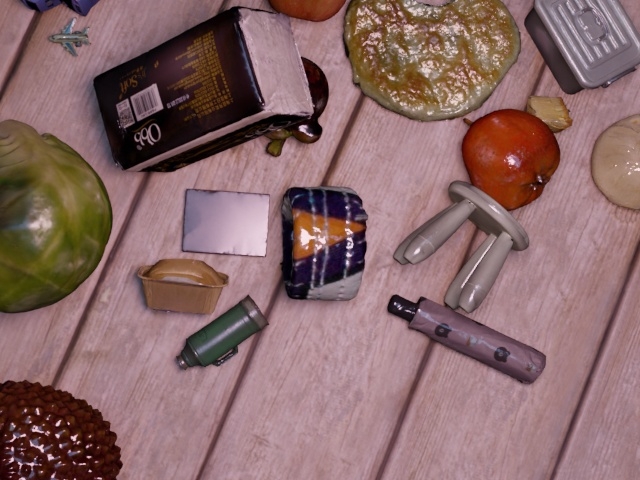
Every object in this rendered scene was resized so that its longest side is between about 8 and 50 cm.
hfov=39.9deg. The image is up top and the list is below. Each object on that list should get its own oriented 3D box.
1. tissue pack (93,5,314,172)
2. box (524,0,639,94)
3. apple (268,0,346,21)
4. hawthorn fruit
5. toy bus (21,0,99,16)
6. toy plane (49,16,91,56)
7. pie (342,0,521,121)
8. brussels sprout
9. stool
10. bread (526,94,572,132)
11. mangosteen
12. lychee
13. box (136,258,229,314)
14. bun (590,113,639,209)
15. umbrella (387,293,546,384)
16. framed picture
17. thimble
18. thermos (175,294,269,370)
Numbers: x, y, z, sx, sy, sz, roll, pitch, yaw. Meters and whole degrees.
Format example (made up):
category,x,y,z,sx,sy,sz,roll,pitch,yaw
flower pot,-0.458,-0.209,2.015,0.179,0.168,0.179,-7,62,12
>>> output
category,x,y,z,sx,sy,sz,roll,pitch,yaw
tissue pack,-0.224,-0.264,1.623,0.370,0.198,0.210,-16,92,31
box,0.532,-0.420,1.812,0.163,0.135,0.243,-31,88,-8
apple,-0.020,-0.526,1.755,0.181,0.181,0.168,12,107,-4
hawthorn fruit,0.365,-0.180,1.771,0.196,0.196,0.225,-39,65,-7
toy bus,-0.458,-0.546,1.739,0.292,0.125,0.133,-44,91,-8
toy plane,-0.502,-0.406,1.771,0.083,0.033,0.080,-4,87,2
pie,0.227,-0.391,1.813,0.371,0.078,0.297,7,84,-3
brussels sprout,-0.541,-0.050,1.621,0.289,0.281,0.355,-35,68,23
stool,0.273,0.012,1.729,0.195,0.195,0.199,43,88,-1
bread,0.468,-0.268,1.809,0.084,0.109,0.080,5,88,0
mangosteen,-0.058,-0.275,1.743,0.172,0.172,0.184,-27,104,-6
lychee,-0.526,0.392,1.576,0.330,0.306,0.306,-1,85,-33
box,-0.268,0.083,1.719,0.177,0.111,0.111,5,85,-5
bun,0.671,-0.165,1.807,0.222,0.127,0.222,0,86,-2
umbrella,0.292,0.193,1.774,0.337,0.067,0.073,25,126,-3
framed picture,-0.189,-0.035,1.773,0.168,0.023,0.128,4,86,-5
thimble,0.000,0.000,1.696,0.150,0.237,0.237,1,85,-9
thermos,-0.197,0.189,1.736,0.187,0.083,0.073,-34,67,-5
